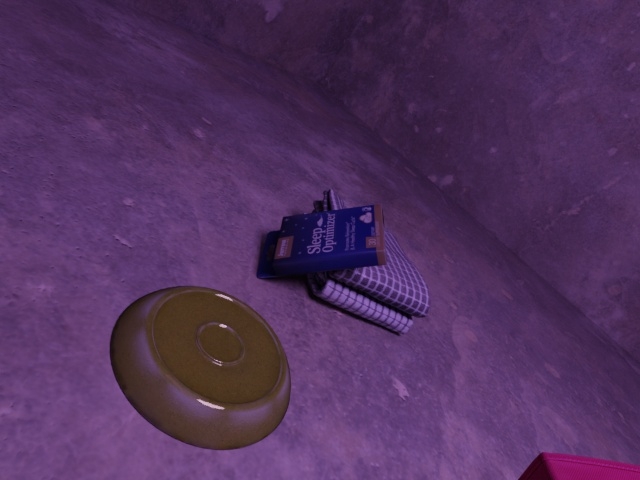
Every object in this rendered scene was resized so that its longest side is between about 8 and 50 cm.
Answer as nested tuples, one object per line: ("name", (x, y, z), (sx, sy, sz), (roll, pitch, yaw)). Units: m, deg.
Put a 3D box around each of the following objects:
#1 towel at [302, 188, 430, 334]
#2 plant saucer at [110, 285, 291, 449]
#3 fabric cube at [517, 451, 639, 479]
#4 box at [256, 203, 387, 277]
("towel", (0.084, 0.034, 0.930), (0.235, 0.121, 0.283), (25, 27, -27))
("plant saucer", (-0.132, 0.138, 0.561), (0.241, 0.037, 0.241), (30, 25, -16))
("fabric cube", (0.288, 0.377, 0.360), (0.259, 0.254, 0.258), (11, 28, -7))
("box", (0.000, 0.000, 0.786), (0.136, 0.225, 0.036), (-85, 163, -51))
